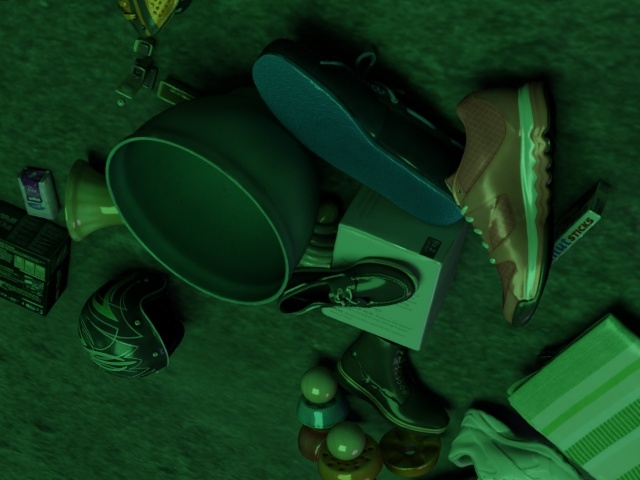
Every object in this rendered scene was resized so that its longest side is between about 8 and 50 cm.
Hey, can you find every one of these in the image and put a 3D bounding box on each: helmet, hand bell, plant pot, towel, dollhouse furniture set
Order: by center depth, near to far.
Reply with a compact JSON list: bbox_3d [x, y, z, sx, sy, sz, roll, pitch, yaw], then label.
[{"bbox_3d":[-0.117,-0.085,1.913,0.293,0.196,0.293,25,145,19],"label":"plant pot"},{"bbox_3d":[-0.223,-0.210,1.954,0.114,0.081,0.091,27,137,3],"label":"dollhouse furniture set"},{"bbox_3d":[0.454,0.269,2.011,0.325,0.038,0.248,41,131,-3],"label":"towel"},{"bbox_3d":[-0.249,-0.057,2.119,0.242,0.126,0.126,2,131,9],"label":"hand bell"},{"bbox_3d":[-0.306,0.142,2.265,0.169,0.161,0.169,15,135,15],"label":"helmet"}]

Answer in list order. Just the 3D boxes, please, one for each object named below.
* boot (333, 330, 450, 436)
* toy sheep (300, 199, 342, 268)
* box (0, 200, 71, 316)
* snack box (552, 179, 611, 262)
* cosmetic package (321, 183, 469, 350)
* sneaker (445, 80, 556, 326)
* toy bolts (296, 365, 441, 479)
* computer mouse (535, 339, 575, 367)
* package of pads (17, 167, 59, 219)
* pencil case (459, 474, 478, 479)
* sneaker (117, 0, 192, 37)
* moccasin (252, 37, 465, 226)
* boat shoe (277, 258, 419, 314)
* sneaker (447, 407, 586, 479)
[{"bbox_3d":[0.129,0.211,2.169,0.198,0.077,0.137,28,132,0],"label":"boot"},{"bbox_3d":[0.000,0.000,2.029,0.091,0.091,0.132,20,118,10],"label":"toy sheep"},{"bbox_3d":[-0.512,0.022,2.324,0.180,0.077,0.147,22,136,7],"label":"box"},{"bbox_3d":[0.320,-0.007,1.868,0.022,0.064,0.178,33,137,-6],"label":"snack box"},{"bbox_3d":[0.107,0.021,1.943,0.151,0.151,0.183,21,135,11],"label":"cosmetic package"},{"bbox_3d":[0.227,-0.047,1.787,0.136,0.116,0.313,2,103,14],"label":"sneaker"},{"bbox_3d":[0.060,0.289,2.226,0.228,0.218,0.158,39,148,46],"label":"toy bolts"},{"bbox_3d":[0.410,0.216,2.047,0.106,0.042,0.193,-33,104,38],"label":"computer mouse"},{"bbox_3d":[-0.447,-0.074,2.235,0.050,0.032,0.083,9,133,17],"label":"package of pads"},{"bbox_3d":[0.258,0.437,2.277,0.284,0.124,0.124,-23,116,39],"label":"pencil case"},{"bbox_3d":[-0.285,-0.332,1.823,0.321,0.124,0.180,-15,115,34],"label":"sneaker"},{"bbox_3d":[0.062,-0.152,1.840,0.342,0.117,0.138,39,148,-17],"label":"moccasin"},{"bbox_3d":[0.033,0.073,1.873,0.206,0.065,0.075,-3,126,33],"label":"boat shoe"},{"bbox_3d":[0.295,0.351,2.135,0.232,0.115,0.090,24,165,37],"label":"sneaker"}]
